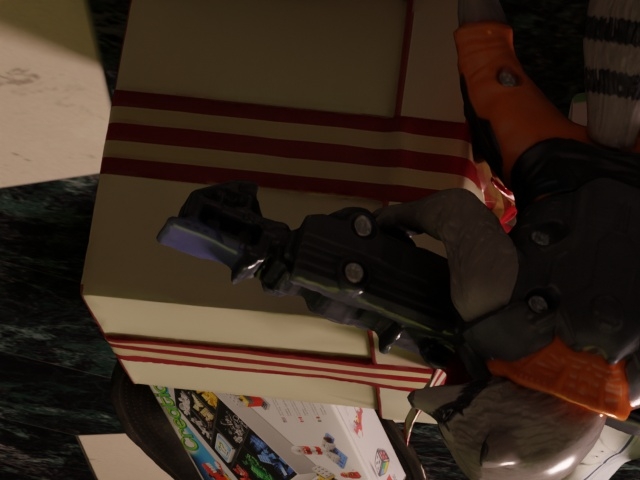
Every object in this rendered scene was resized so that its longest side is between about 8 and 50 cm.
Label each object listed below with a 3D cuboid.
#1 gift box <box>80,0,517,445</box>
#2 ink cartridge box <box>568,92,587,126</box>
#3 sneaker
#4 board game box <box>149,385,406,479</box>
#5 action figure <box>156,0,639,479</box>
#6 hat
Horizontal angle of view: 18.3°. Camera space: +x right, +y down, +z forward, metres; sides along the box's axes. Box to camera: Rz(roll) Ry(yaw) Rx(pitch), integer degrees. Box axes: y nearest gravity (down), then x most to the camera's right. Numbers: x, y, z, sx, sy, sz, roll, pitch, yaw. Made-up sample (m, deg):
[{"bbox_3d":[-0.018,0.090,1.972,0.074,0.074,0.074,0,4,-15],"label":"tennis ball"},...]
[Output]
[{"bbox_3d":[0.000,0.000,1.302,0.258,0.276,0.255,5,166,6],"label":"gift box"},{"bbox_3d":[0.323,-0.006,1.369,0.211,0.121,0.289,-5,158,35],"label":"ink cartridge box"},{"bbox_3d":[0.276,0.195,2.065,0.091,0.094,0.258,25,153,-4],"label":"sneaker"},{"bbox_3d":[-0.065,0.122,1.793,0.193,0.053,0.305,-3,128,31],"label":"board game box"},{"bbox_3d":[0.098,-0.024,1.080,0.341,0.330,0.178,13,160,-15],"label":"action figure"},{"bbox_3d":[-0.032,0.161,1.948,0.331,0.134,0.331,14,134,15],"label":"hat"}]
